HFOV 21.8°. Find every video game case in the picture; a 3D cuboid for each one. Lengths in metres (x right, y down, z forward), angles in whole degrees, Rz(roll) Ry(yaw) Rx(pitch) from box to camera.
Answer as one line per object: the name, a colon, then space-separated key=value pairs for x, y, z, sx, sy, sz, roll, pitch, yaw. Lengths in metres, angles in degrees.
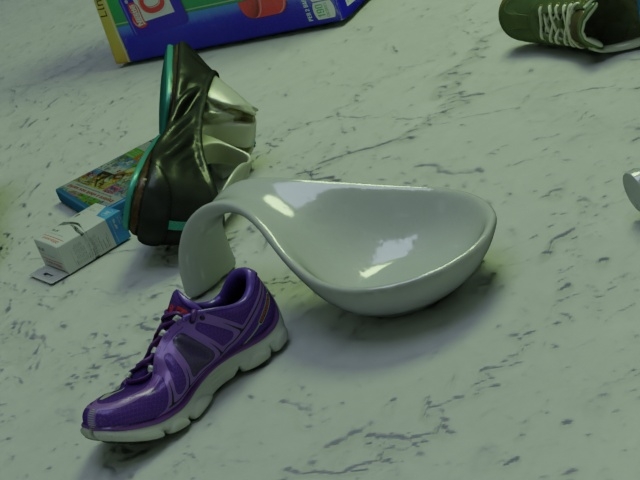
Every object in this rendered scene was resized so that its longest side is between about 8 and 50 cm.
video game case: x=-0.155 y=-0.069 z=1.554 sx=0.166 sy=0.015 sz=0.119 roll=-29 pitch=25 yaw=-18

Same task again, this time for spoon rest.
spoon rest: x=0.000 y=0.000 z=1.180 sx=0.276 sy=0.084 sz=0.137 roll=0 pitch=31 yaw=42

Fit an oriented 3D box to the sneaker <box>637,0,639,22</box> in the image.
sneaker: x=0.372 y=-0.171 z=1.189 sx=0.139 sy=0.125 sz=0.341 roll=-24 pitch=25 yaw=-18

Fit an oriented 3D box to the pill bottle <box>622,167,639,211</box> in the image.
pill bottle: x=0.248 y=-0.050 z=1.125 sx=0.083 sy=0.043 sz=0.043 roll=-25 pitch=23 yaw=-11

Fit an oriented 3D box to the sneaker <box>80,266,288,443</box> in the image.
sneaker: x=-0.099 y=0.075 z=1.115 sx=0.068 sy=0.071 sz=0.170 roll=5 pitch=35 yaw=47

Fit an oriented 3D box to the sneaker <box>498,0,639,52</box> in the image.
sneaker: x=0.231 y=-0.197 z=1.439 sx=0.192 sy=0.064 sz=0.086 roll=-2 pitch=25 yaw=32

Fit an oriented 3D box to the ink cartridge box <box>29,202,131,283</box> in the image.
ink cartridge box: x=-0.211 y=0.002 z=1.427 sx=0.083 sy=0.028 sz=0.048 roll=-33 pitch=25 yaw=-26

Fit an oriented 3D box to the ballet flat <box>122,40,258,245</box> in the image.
ballet flat: x=-0.107 y=-0.079 z=1.446 sx=0.096 sy=0.095 sz=0.280 roll=9 pitch=36 yaw=-3

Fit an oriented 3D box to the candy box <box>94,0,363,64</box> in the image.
candy box: x=-0.124 y=-0.361 z=1.850 sx=0.317 sy=0.268 sz=0.122 roll=-6 pitch=23 yaw=34
